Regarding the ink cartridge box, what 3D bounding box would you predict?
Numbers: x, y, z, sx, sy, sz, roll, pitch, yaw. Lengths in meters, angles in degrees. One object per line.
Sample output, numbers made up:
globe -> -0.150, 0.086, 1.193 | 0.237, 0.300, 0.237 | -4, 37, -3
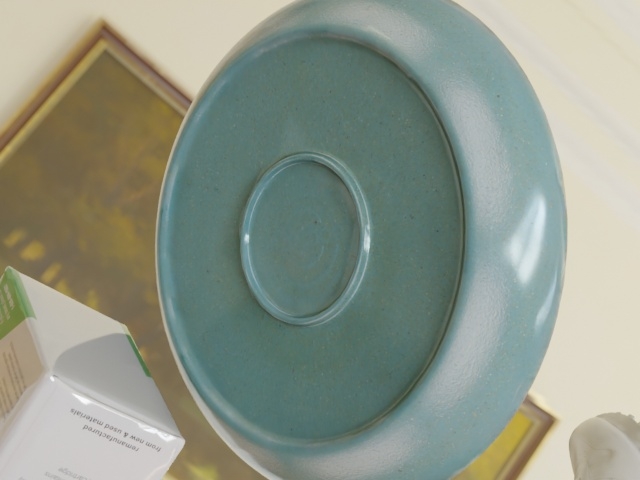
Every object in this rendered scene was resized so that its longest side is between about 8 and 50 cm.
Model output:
ink cartridge box -> -0.185, 0.146, 0.774 | 0.093, 0.212, 0.154 | 31, 7, -29

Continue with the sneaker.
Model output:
sneaker -> 0.202, 0.202, 0.922 | 0.235, 0.095, 0.090 | -108, -179, -60

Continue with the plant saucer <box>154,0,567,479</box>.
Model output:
plant saucer -> 0.000, 0.000, 0.809 | 0.318, 0.317, 0.044 | 21, 11, 42
